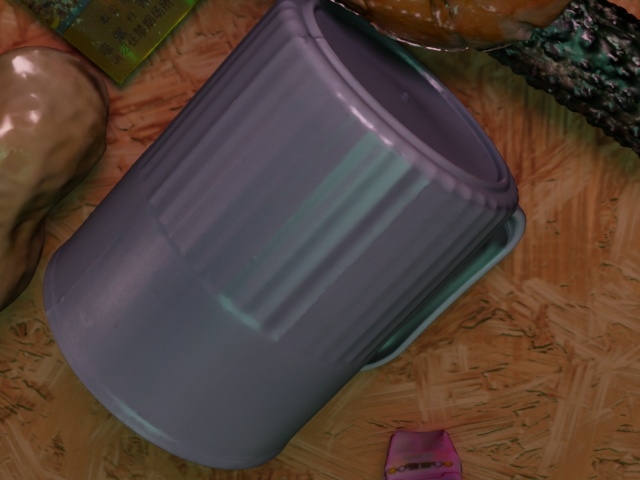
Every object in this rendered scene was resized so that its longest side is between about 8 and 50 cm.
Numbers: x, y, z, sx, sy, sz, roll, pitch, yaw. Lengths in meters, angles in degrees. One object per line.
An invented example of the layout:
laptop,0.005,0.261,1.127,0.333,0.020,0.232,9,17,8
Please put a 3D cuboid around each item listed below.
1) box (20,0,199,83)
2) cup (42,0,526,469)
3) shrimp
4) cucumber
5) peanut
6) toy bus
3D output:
box,-0.197,-0.233,0.788,0.193,0.030,0.121,39,114,-22
cup,-0.003,0.009,0.804,0.331,0.256,0.311,35,114,-18
shrimp,0.042,-0.210,0.692,0.295,0.062,0.154,12,131,8
cucumber,0.153,-0.190,0.772,0.359,0.096,0.096,30,117,-17
peanut,-0.319,-0.030,0.842,0.174,0.158,0.340,34,114,5
toy bus,0.128,0.336,1.088,0.090,0.112,0.273,-8,122,6
